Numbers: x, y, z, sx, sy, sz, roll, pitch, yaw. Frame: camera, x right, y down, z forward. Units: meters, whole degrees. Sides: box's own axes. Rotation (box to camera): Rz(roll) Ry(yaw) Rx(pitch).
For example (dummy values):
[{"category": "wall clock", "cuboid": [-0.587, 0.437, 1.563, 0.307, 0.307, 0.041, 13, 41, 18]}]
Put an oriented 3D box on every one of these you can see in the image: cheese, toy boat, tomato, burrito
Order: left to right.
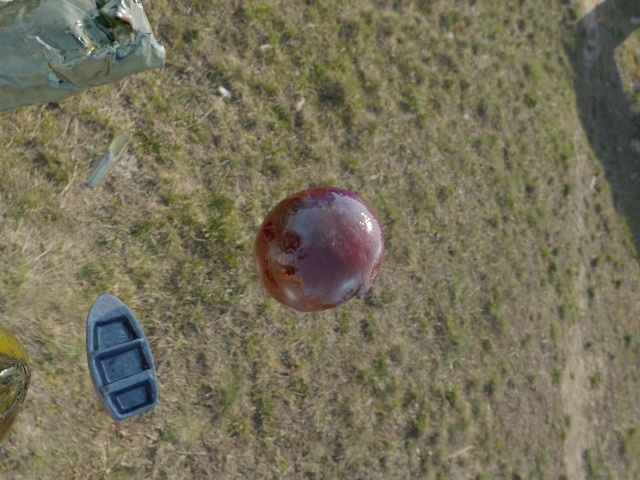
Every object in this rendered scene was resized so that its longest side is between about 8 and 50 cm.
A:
[{"category": "burrito", "cuboid": [-0.188, -0.104, 0.256, 0.188, 0.045, 0.058, -17, 97, -9]}, {"category": "cheese", "cuboid": [-0.473, -0.199, 1.024, 0.034, 0.400, 0.085, 28, 99, -25]}, {"category": "toy boat", "cuboid": [-0.452, 0.254, 1.002, 0.127, 0.078, 0.283, -14, 69, -32]}, {"category": "tomato", "cuboid": [0.004, -0.004, 1.040, 0.334, 0.176, 0.290, -18, 50, -9]}]

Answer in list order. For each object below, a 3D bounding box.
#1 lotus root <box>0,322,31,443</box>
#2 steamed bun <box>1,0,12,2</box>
[{"category": "lotus root", "cuboid": [-0.463, 0.155, 0.461, 0.179, 0.396, 0.196, 28, 60, -68]}, {"category": "steamed bun", "cuboid": [-0.457, -0.291, 0.368, 0.334, 0.333, 0.374, -49, 135, -35]}]
